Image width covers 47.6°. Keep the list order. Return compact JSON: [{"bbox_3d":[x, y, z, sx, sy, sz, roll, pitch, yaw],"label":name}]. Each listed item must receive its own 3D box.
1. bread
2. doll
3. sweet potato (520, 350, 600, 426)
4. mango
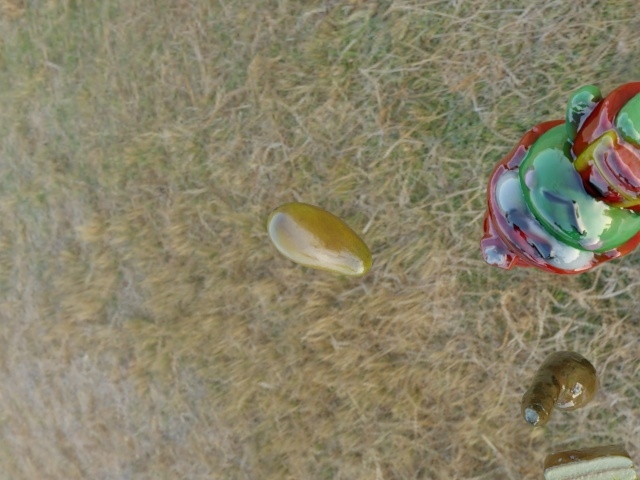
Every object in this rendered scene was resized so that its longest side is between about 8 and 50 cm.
[{"bbox_3d":[0.578,0.500,1.566,0.184,0.234,0.111,-15,74,13],"label":"bread"},{"bbox_3d":[0.296,-0.052,0.868,0.182,0.160,0.363,45,148,2],"label":"doll"},{"bbox_3d":[0.294,0.174,0.883,0.074,0.269,0.075,-1,88,33],"label":"sweet potato"},{"bbox_3d":[0.000,0.000,1.452,0.227,0.136,0.099,25,136,-1],"label":"mango"}]
